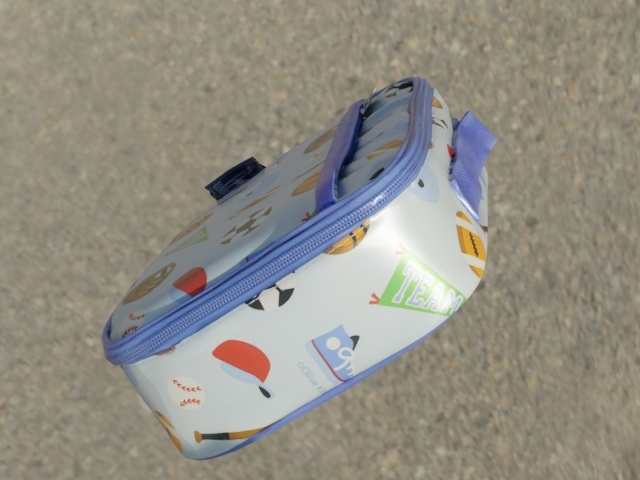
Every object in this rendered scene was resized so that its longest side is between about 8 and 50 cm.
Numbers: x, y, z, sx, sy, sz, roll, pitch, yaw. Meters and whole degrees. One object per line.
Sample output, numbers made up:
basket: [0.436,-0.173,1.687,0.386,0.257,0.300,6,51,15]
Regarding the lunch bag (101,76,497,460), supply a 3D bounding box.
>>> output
lunch bag: [0.000,0.000,0.843,0.243,0.115,0.303,-34,12,16]
